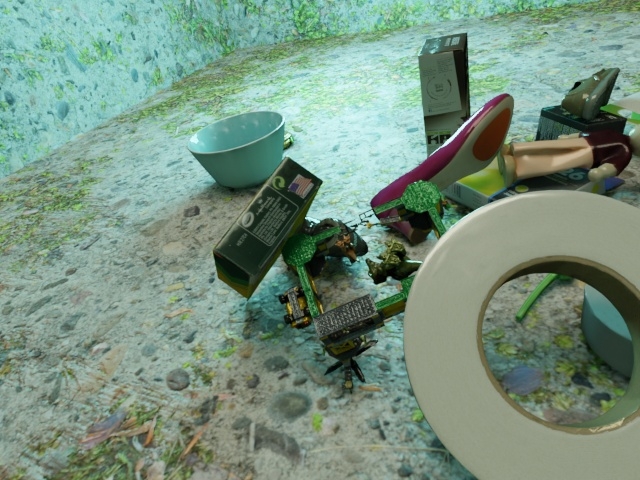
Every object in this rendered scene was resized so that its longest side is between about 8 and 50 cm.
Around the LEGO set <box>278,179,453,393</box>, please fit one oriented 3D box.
[{"bbox_3d":[0.109,0.074,0.799,0.331,0.192,0.255,-30,56,1],"label":"LEGO set"}]

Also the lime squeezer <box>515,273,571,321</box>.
[{"bbox_3d":[0.473,0.058,0.838,0.310,0.059,0.110,-15,66,-2],"label":"lime squeezer"}]

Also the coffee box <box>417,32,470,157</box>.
[{"bbox_3d":[0.354,-0.401,1.316,0.118,0.297,0.168,1,37,22],"label":"coffee box"}]

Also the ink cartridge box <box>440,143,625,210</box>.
[{"bbox_3d":[0.482,-0.152,1.115,0.307,0.072,0.303,-28,36,-17],"label":"ink cartridge box"}]

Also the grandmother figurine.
[{"bbox_3d":[0.563,-0.187,0.990,0.342,0.104,0.208,-9,44,14],"label":"grandmother figurine"}]

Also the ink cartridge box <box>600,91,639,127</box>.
[{"bbox_3d":[0.847,-0.300,1.166,0.255,0.097,0.189,-21,34,-6],"label":"ink cartridge box"}]

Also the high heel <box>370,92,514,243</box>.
[{"bbox_3d":[0.258,-0.185,1.054,0.377,0.127,0.181,-51,45,8],"label":"high heel"}]

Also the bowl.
[{"bbox_3d":[-0.244,-0.275,1.482,0.311,0.163,0.311,-9,34,6],"label":"bowl"}]

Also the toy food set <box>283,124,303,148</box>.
[{"bbox_3d":[-0.156,-0.352,1.684,0.192,0.039,0.132,-25,27,-6],"label":"toy food set"}]

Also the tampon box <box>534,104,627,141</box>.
[{"bbox_3d":[0.647,-0.271,1.180,0.120,0.101,0.161,-11,32,-12],"label":"tampon box"}]

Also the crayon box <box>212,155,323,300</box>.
[{"bbox_3d":[-0.106,-0.002,0.882,0.081,0.318,0.202,35,72,0],"label":"crayon box"}]

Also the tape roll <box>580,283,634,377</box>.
[{"bbox_3d":[0.506,0.110,0.684,0.219,0.072,0.219,-10,33,7],"label":"tape roll"}]

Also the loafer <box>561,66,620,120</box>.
[{"bbox_3d":[0.659,-0.370,1.149,0.087,0.094,0.251,25,41,30],"label":"loafer"}]

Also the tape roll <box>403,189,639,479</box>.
[{"bbox_3d":[0.298,0.125,0.580,0.392,0.072,0.392,-3,71,9],"label":"tape roll"}]

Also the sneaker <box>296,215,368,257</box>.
[{"bbox_3d":[0.000,0.000,1.066,0.267,0.106,0.101,15,86,58],"label":"sneaker"}]
